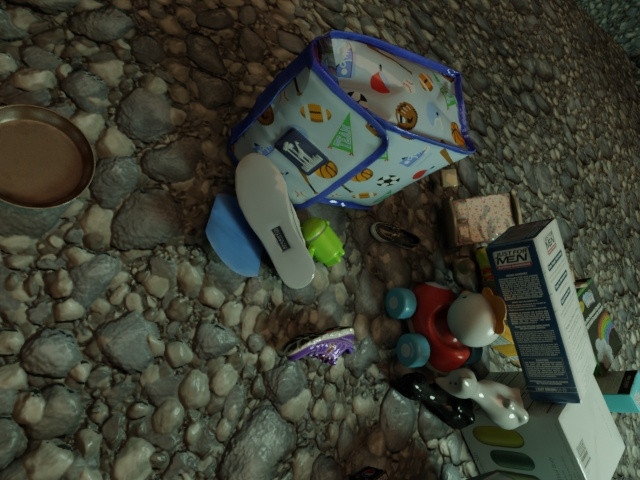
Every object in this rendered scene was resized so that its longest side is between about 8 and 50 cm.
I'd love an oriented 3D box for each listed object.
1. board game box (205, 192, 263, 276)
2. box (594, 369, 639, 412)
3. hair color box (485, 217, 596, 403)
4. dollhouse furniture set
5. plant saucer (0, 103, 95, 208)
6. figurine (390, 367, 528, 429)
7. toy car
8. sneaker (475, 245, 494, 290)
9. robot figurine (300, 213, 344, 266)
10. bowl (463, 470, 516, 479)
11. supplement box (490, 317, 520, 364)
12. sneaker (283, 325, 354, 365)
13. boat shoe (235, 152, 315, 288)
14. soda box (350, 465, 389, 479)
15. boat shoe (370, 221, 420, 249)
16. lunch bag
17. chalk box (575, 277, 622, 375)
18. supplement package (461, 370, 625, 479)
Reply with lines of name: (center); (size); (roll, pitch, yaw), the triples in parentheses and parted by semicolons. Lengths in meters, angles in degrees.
board game box: (-0.165, -0.006, 0.845); (0.133, 0.033, 0.169); (44, 32, -33)
box: (0.745, 0.416, 1.252); (0.100, 0.244, 0.060); (-35, 96, -38)
hair color box: (0.475, 0.144, 0.969); (0.173, 0.105, 0.348); (-23, 98, -48)
dollhouse furniture set: (0.496, -0.038, 1.167); (0.302, 0.174, 0.356); (-7, 84, -4)
plant saucer: (-0.438, -0.124, 0.692); (0.168, 0.029, 0.169); (13, 67, -33)
figurine: (0.291, 0.329, 0.967); (0.209, 0.214, 0.093); (29, 57, -24)
toy car: (0.309, 0.163, 1.000); (0.219, 0.238, 0.211); (9, 57, -33)
sneaker: (0.486, 0.116, 1.267); (0.094, 0.081, 0.209); (-30, 93, -33)
robot figurine: (0.000, 0.000, 0.947); (0.115, 0.067, 0.101); (50, 43, -20)
bowl: (0.300, 0.559, 0.874); (0.311, 0.311, 0.163); (2, 54, -36)
supplement box: (0.509, 0.257, 1.238); (0.233, 0.080, 0.078); (36, 56, -24)
sneaker: (0.006, 0.213, 0.888); (0.169, 0.068, 0.071); (-3, 83, -38)
boat shoe: (-0.085, -0.038, 0.875); (0.096, 0.088, 0.268); (-28, 101, -5)
soda box: (0.115, 0.529, 0.867); (0.053, 0.060, 0.169); (-13, 84, -37)
boat shoe: (0.185, -0.015, 1.109); (0.142, 0.040, 0.049); (18, 65, -31)
lunch bag: (0.050, -0.212, 0.896); (0.385, 0.327, 0.239); (7, 67, -36)
chalk box: (0.713, 0.228, 1.336); (0.180, 0.179, 0.289); (-25, 90, -38)
supplement package: (0.499, 0.437, 1.051); (0.198, 0.262, 0.200); (-25, 91, -39)
